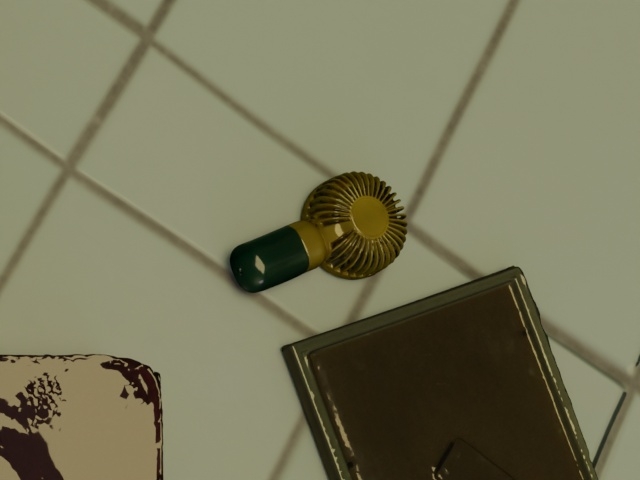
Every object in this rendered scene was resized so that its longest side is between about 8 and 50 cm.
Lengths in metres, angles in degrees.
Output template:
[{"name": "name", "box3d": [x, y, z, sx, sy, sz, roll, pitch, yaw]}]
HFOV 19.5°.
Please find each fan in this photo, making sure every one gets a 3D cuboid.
[{"name": "fan", "box3d": [0.000, 0.000, 1.420, 0.155, 0.039, 0.082, -24, 88, -31]}]

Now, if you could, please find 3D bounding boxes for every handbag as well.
[{"name": "handbag", "box3d": [-0.211, 0.176, 1.235, 0.216, 0.074, 0.203, 1, 75, -26]}]

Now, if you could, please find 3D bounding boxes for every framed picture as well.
[{"name": "framed picture", "box3d": [0.120, 0.194, 1.439, 0.232, 0.024, 0.315, -17, 83, -31]}]
